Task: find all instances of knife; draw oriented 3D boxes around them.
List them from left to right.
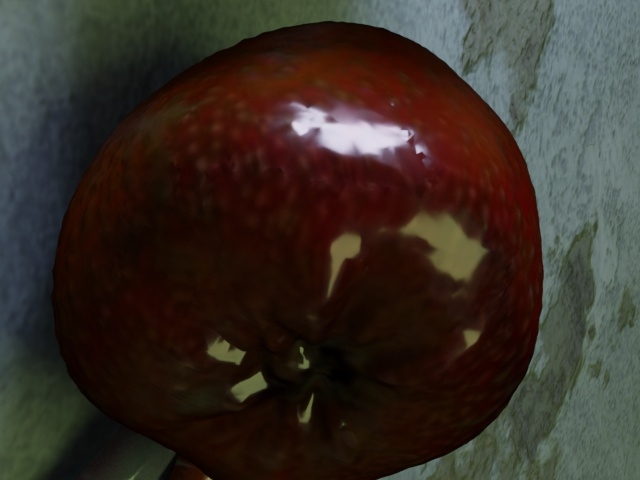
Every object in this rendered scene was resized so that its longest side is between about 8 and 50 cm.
[{"bbox_3d":[-0.120,0.139,0.729,0.278,0.053,0.123,-52,145,-33],"label":"knife"}]

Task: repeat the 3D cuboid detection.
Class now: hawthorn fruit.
[{"bbox_3d":[0.000,0.000,0.672,0.300,0.275,0.275,-62,145,-44],"label":"hawthorn fruit"}]

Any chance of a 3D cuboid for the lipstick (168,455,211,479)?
[{"bbox_3d":[-0.070,0.126,0.809,0.038,0.038,0.131,43,64,-53],"label":"lipstick"}]
